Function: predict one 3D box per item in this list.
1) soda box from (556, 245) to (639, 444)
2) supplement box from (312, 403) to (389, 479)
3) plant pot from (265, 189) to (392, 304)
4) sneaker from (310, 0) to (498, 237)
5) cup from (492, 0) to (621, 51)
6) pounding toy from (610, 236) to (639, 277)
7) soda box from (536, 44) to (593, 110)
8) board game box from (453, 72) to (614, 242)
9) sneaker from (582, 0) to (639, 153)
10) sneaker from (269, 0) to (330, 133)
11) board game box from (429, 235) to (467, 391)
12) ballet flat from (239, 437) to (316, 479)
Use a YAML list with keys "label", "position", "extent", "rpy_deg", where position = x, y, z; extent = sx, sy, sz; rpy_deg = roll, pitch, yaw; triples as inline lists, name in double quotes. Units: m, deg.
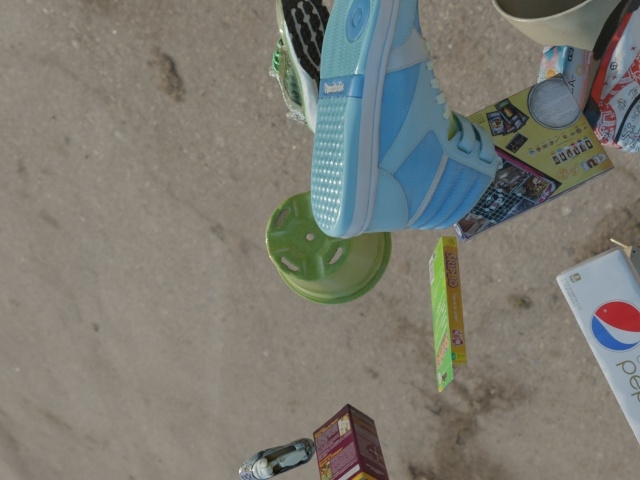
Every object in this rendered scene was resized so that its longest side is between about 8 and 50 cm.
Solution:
- label: "soda box"
  position: [0.332, 0.117, 0.830]
  extent: [0.074, 0.069, 0.216]
  rpy_deg: [-28, 83, 22]
- label: "supplement box"
  position: [0.057, 0.418, 1.492]
  extent: [0.081, 0.188, 0.104]
  rpy_deg: [37, 110, -26]
- label: "plant pot"
  position: [0.000, 0.000, 1.683]
  extent: [0.276, 0.276, 0.254]
  rpy_deg: [29, -178, 13]
- label: "sneaker"
  position: [0.110, -0.157, 0.873]
  extent: [0.127, 0.208, 0.318]
  rpy_deg: [-143, 59, -63]
- label: "cup"
  position: [0.566, -0.528, 1.683]
  extent: [0.331, 0.331, 0.237]
  rpy_deg: [-2, 152, 42]
- label: "pounding toy"
  position: [0.753, 0.049, 1.854]
  extent: [0.130, 0.100, 0.141]
  rpy_deg: [15, 177, 8]
- label: "soda box"
  position: [0.396, -0.229, 1.316]
  extent: [0.058, 0.063, 0.183]
  rpy_deg: [23, 106, 60]
- label: "board game box"
  position: [0.281, -0.121, 1.162]
  extent: [0.042, 0.243, 0.165]
  rpy_deg: [86, 159, -79]
- label: "sneaker"
  position: [0.549, -0.287, 1.384]
  extent: [0.145, 0.270, 0.090]
  rpy_deg: [22, 177, -4]
- label: "sneaker"
  position: [-0.068, -0.431, 1.912]
  extent: [0.182, 0.158, 0.410]
  rpy_deg: [13, 134, 33]
- label: "board game box"
  position: [0.228, 0.135, 1.426]
  extent: [0.039, 0.259, 0.124]
  rpy_deg: [3, 157, -2]
- label: "ballet flat"
  position: [-0.061, 0.304, 1.083]
  extent: [0.041, 0.114, 0.041]
  rpy_deg: [-24, -90, -89]
